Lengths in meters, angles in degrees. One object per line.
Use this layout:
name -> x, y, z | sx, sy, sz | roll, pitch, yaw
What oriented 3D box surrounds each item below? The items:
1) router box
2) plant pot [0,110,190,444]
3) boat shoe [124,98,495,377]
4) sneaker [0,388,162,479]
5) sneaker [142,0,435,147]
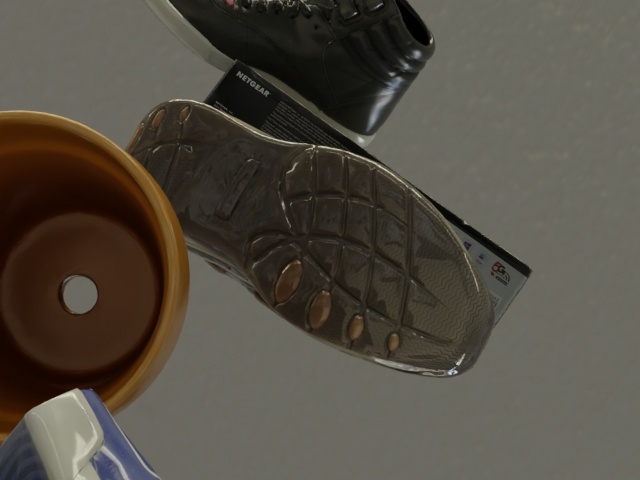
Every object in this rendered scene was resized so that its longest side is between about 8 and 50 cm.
router box -> 0.021, -0.010, 1.555 | 0.309, 0.081, 0.243 | 36, -12, 2
plant pot -> -0.178, 0.029, 1.157 | 0.205, 0.188, 0.205 | 0, -95, 6
boat shoe -> 0.000, 0.000, 1.295 | 0.355, 0.132, 0.130 | 33, -2, 37
sneaker -> -0.024, 0.211, 0.761 | 0.127, 0.182, 0.315 | -43, -108, 38
sneaker -> -0.024, -0.207, 1.537 | 0.296, 0.104, 0.147 | 30, -61, -30
